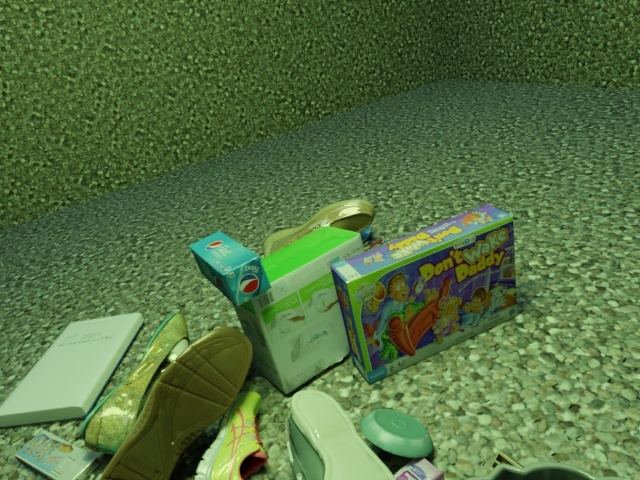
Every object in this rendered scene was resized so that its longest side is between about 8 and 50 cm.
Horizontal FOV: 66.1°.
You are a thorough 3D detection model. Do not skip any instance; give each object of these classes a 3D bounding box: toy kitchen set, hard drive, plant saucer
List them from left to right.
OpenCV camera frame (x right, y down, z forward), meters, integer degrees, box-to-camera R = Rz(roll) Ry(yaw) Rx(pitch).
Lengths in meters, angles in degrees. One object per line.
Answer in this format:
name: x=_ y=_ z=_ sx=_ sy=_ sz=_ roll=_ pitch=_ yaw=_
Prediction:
hard drive: x=-0.571 y=0.291 z=1.152 sx=0.210 sy=0.040 sz=0.318 roll=-10 pitch=26 yaw=8
plant saucer: x=0.121 y=0.296 z=0.772 sx=0.119 sy=0.021 sz=0.119 roll=14 pitch=7 yaw=-2
toy kitchen set: x=0.243 y=0.333 z=0.666 sx=0.075 sy=0.083 sz=0.068 roll=29 pitch=90 yaw=54

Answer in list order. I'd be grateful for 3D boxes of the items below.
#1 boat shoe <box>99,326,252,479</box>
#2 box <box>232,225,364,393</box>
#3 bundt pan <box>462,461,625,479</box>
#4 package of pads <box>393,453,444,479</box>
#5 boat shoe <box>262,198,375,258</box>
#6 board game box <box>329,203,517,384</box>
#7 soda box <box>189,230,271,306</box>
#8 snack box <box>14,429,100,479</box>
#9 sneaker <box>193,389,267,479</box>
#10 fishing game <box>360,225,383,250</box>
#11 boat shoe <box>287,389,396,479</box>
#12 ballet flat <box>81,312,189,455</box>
boat shoe: x=-0.244 y=0.296 z=0.830 sx=0.342 sy=0.123 sz=0.123 roll=-58 pitch=9 yaw=-20
box: x=-0.023 y=0.131 z=0.993 sx=0.262 sy=0.231 sz=0.127 roll=-29 pitch=26 yaw=-27
bundt pan: x=0.246 y=0.394 z=0.476 sx=0.331 sy=0.124 sz=0.331 roll=-11 pitch=27 yaw=6
package of pads: x=0.133 y=0.353 z=0.711 sx=0.083 sy=0.032 sz=0.050 roll=-27 pitch=26 yaw=-26
boat shoe: x=0.000 y=0.000 z=1.353 sx=0.341 sy=0.121 sz=0.110 roll=-25 pitch=43 yaw=15
board game box: x=0.210 y=0.100 z=0.947 sx=0.347 sy=0.233 sz=0.078 roll=-21 pitch=27 yaw=-14
soda box: x=-0.170 y=0.046 z=0.901 sx=0.071 sy=0.067 sz=0.210 roll=-28 pitch=26 yaw=-21
snack box: x=-0.490 y=0.405 z=0.911 sx=0.178 sy=0.022 sz=0.064 roll=5 pitch=33 yaw=32
sneaker: x=-0.128 y=0.342 z=0.819 sx=0.094 sy=0.081 sz=0.208 roll=5 pitch=34 yaw=12
fishing game: x=0.062 y=-0.014 z=1.459 sx=0.189 sy=0.041 sz=0.264 roll=-29 pitch=35 yaw=-13
boat shoe: x=0.028 y=0.355 z=0.707 sx=0.116 sy=0.099 sz=0.319 roll=5 pitch=22 yaw=-26
ballet flat: x=-0.329 y=0.284 z=0.995 sx=0.123 sy=0.123 sz=0.348 roll=-4 pitch=27 yaw=18
